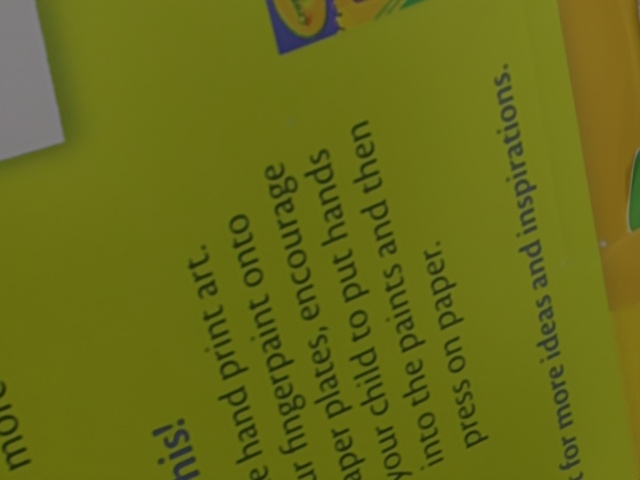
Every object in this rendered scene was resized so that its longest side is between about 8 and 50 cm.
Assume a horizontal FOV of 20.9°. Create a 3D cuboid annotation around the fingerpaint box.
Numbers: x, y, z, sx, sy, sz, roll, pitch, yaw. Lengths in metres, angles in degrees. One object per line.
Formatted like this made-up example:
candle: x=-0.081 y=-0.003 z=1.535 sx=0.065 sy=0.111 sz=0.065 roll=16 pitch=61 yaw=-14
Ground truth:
fingerpaint box: x=-0.115 y=-0.006 z=0.416 sx=0.371 sy=0.163 sz=0.445 roll=-23 pitch=-63 yaw=-17
